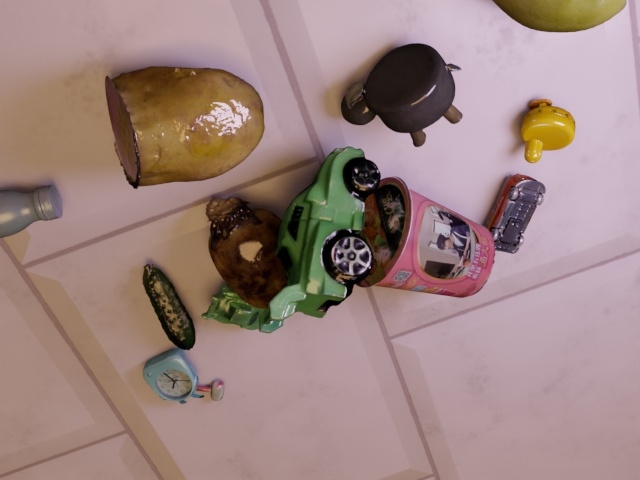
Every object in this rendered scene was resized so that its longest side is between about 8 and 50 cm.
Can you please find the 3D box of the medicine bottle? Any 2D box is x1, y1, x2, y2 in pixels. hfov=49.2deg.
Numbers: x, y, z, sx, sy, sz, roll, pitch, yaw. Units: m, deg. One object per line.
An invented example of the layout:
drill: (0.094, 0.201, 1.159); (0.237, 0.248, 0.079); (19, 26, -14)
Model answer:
medicine bottle: (-0.612, -0.051, 1.339); (0.216, 0.090, 0.091); (-13, 120, -2)

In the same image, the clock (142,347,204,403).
clock: (-0.331, 0.324, 1.607); (0.108, 0.045, 0.147); (-24, 113, 11)

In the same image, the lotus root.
lotus root: (-0.121, 0.043, 1.434); (0.169, 0.141, 0.314); (-30, 119, 7)

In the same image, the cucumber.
cucumber: (-0.327, 0.144, 1.507); (0.069, 0.069, 0.228); (-19, 116, 3)

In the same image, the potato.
potato: (-0.232, -0.211, 1.261); (0.265, 0.229, 0.230); (-11, 121, -20)

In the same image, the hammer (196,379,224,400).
hammer: (-0.270, 0.352, 1.650); (0.083, 0.031, 0.053); (8, 114, -6)

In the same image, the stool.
stool: (0.158, -0.273, 1.317); (0.139, 0.227, 0.153); (43, 64, -46)

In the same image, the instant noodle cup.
instant noodle cup: (0.213, 0.014, 1.436); (0.254, 0.244, 0.244); (18, 115, -26)

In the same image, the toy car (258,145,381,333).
toy car: (0.000, 0.000, 1.314); (0.176, 0.213, 0.359); (10, 73, -9)

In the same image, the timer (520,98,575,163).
timer: (0.453, -0.214, 1.397); (0.107, 0.109, 0.107); (13, 157, 6)

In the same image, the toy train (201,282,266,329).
toy train: (-0.179, 0.150, 1.520); (0.149, 0.081, 0.099); (23, 112, -19)

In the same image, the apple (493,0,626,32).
apple: (0.406, -0.491, 1.156); (0.291, 0.254, 0.292); (-1, 116, -3)

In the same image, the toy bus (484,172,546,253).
toy bus: (0.410, -0.062, 1.492); (0.079, 0.077, 0.174); (11, 116, -14)
